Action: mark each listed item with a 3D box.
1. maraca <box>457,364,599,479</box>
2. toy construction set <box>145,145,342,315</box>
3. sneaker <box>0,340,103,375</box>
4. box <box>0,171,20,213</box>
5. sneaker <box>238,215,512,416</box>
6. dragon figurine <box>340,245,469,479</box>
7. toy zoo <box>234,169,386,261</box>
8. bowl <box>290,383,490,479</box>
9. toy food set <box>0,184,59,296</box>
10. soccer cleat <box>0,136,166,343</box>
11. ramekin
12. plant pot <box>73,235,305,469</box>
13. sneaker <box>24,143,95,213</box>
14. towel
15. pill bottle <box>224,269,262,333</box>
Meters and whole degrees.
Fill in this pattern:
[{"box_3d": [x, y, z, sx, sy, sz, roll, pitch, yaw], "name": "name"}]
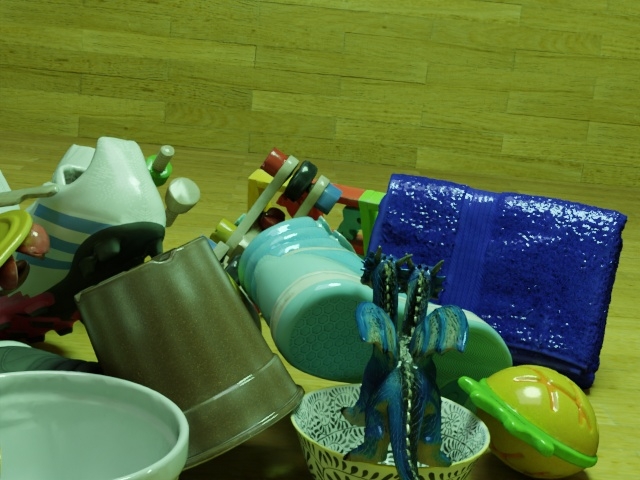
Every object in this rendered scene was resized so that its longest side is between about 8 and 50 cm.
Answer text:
[{"box_3d": [0.194, 0.167, 0.898, 0.127, 0.099, 0.185, 35, 7, 34], "name": "maraca"}, {"box_3d": [-0.138, 0.019, 1.287, 0.308, 0.257, 0.237, 18, -36, -20], "name": "toy construction set"}, {"box_3d": [-0.283, 0.147, 0.809, 0.147, 0.105, 0.296, 5, 7, 23], "name": "sneaker"}, {"box_3d": [-0.563, -0.037, 1.186, 0.215, 0.168, 0.345, -24, 8, 12], "name": "box"}, {"box_3d": [0.052, 0.070, 1.014, 0.319, 0.127, 0.208, 29, 11, -38], "name": "sneaker"}, {"box_3d": [0.065, 0.094, 0.745, 0.085, 0.144, 0.289, 5, 13, -2], "name": "dragon figurine"}, {"box_3d": [0.000, 0.000, 1.402, 0.293, 0.192, 0.030, 13, 39, 26], "name": "toy zoo"}, {"box_3d": [0.055, 0.190, 0.827, 0.170, 0.080, 0.170, 5, 13, -1], "name": "bowl"}, {"box_3d": [-0.322, 0.038, 0.942, 0.128, 0.071, 0.218, -9, 35, 34], "name": "toy food set"}, {"box_3d": [-0.279, 0.006, 1.060, 0.116, 0.143, 0.331, 6, -29, -46], "name": "soccer cleat"}, {"box_3d": [-0.200, 0.181, 0.696, 0.207, 0.109, 0.207, 5, 13, -1], "name": "ramekin"}, {"box_3d": [-0.122, 0.094, 0.843, 0.167, 0.165, 0.167, -24, 3, 1], "name": "plant pot"}, {"box_3d": [-0.340, -0.030, 1.269, 0.108, 0.169, 0.292, 41, -29, -22], "name": "sneaker"}, {"box_3d": [0.204, 0.045, 1.198, 0.308, 0.228, 0.076, 11, -4, 16], "name": "towel"}, {"box_3d": [-0.120, 0.088, 1.017, 0.103, 0.103, 0.184, 9, -20, 16], "name": "pill bottle"}]
